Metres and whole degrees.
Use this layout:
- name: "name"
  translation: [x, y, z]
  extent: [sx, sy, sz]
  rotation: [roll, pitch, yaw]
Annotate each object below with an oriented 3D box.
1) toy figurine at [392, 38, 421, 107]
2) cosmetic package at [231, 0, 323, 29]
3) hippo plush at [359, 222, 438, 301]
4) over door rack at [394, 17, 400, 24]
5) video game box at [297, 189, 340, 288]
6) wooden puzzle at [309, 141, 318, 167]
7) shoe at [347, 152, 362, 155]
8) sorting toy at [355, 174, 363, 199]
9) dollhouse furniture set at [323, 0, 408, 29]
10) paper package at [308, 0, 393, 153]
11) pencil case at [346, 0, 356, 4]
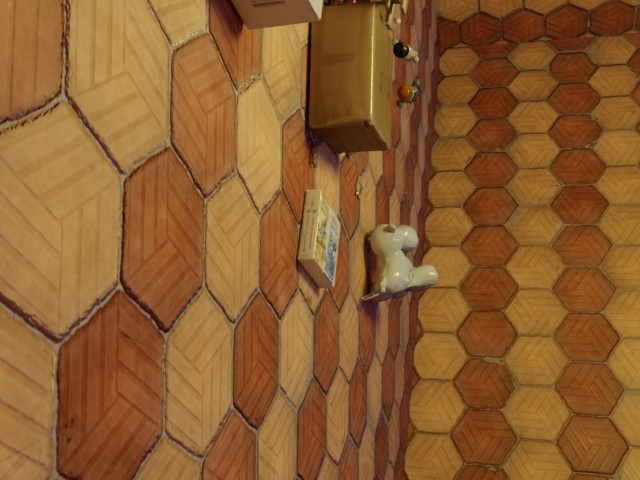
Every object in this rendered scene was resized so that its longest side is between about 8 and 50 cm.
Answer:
- name: "toy figurine"
  translation: [0.200, -0.510, 2.182]
  extent: [0.148, 0.210, 0.212]
  rotation: [-21, 109, -67]
- name: "cosmetic package"
  translation: [-0.081, -0.613, 1.309]
  extent: [0.217, 0.156, 0.384]
  rotation: [50, 44, -63]
- name: "hippo plush"
  translation: [0.226, 0.068, 2.374]
  extent: [0.294, 0.234, 0.236]
  rotation: [-7, 76, -33]
- name: "over door rack"
  translation: [0.194, -0.782, 2.346]
  extent: [0.239, 0.108, 0.324]
  rotation: [68, 27, -51]
- name: "video game box"
  translation: [0.000, 0.000, 1.775]
  extent: [0.205, 0.048, 0.187]
  rotation: [57, 34, -62]
- name: "wooden puzzle"
  translation: [-0.015, -0.216, 1.794]
  extent: [0.049, 0.006, 0.083]
  rotation: [61, 33, -59]
- name: "shoe"
  translation: [0.107, -0.365, 2.124]
  extent: [0.076, 0.058, 0.218]
  rotation: [-6, 96, -74]
- name: "sorting toy"
  translation: [0.123, -0.161, 2.259]
  extent: [0.083, 0.012, 0.062]
  rotation: [-74, 157, -45]
- name: "dollhouse furniture set"
  translation: [0.128, -0.666, 1.821]
  extent: [0.242, 0.212, 0.160]
  rotation: [20, 80, -73]
- name: "paper package"
  translation: [0.086, -0.414, 1.864]
  extent: [0.309, 0.168, 0.324]
  rotation: [25, 65, -74]
- name: "pencil case"
  translation: [0.116, -0.820, 1.990]
  extent: [0.167, 0.160, 0.386]
  rotation: [-81, 163, -49]
